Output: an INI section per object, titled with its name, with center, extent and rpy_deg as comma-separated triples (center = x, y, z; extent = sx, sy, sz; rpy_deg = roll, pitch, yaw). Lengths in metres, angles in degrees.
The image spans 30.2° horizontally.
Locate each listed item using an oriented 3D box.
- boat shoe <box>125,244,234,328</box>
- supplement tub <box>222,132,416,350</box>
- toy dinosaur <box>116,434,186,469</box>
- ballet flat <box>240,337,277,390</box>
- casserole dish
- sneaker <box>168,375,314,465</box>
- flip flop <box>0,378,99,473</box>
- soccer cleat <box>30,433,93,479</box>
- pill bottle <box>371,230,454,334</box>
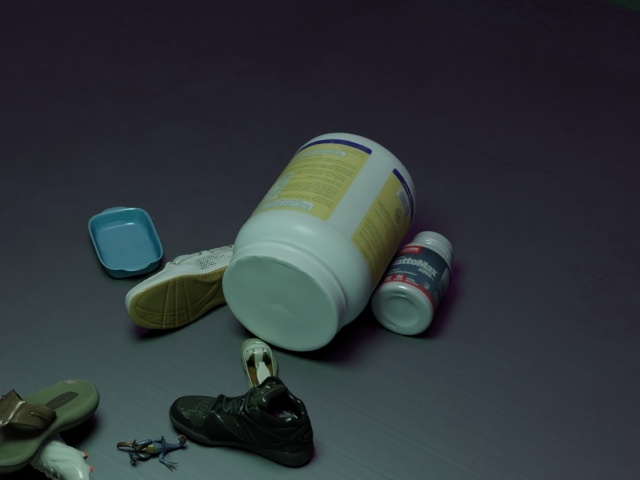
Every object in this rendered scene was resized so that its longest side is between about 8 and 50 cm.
[boat shoe]
center = -0.226, 0.072, 2.014
extent = 0.277, 0.098, 0.096
rpy_deg = -17, 37, -40
[supplement tub]
center = 0.000, 0.000, 1.984
extent = 0.241, 0.241, 0.331
rpy_deg = 17, 45, 17
[toy dinosaur]
center = -0.244, 0.302, 1.769
extent = 0.082, 0.047, 0.090
rpy_deg = -8, 25, -42
[ballet flat]
center = -0.093, 0.202, 1.888
extent = 0.057, 0.052, 0.168
rpy_deg = -6, 39, -11
[casserole dish]
center = -0.350, 0.007, 2.131
extent = 0.114, 0.037, 0.188
rpy_deg = -12, 42, -17
[sneaker]
center = -0.119, 0.249, 1.769
extent = 0.228, 0.130, 0.087
rpy_deg = 14, 38, 17
[flip flop]
center = -0.416, 0.246, 1.686
extent = 0.112, 0.080, 0.277
rpy_deg = 22, 26, 24
[soccer cleat]
center = -0.392, 0.315, 1.720
extent = 0.076, 0.068, 0.196
rpy_deg = -8, 30, -34
[pill bottle]
center = 0.164, 0.067, 2.026
extent = 0.108, 0.108, 0.180
rpy_deg = 15, 40, 15
